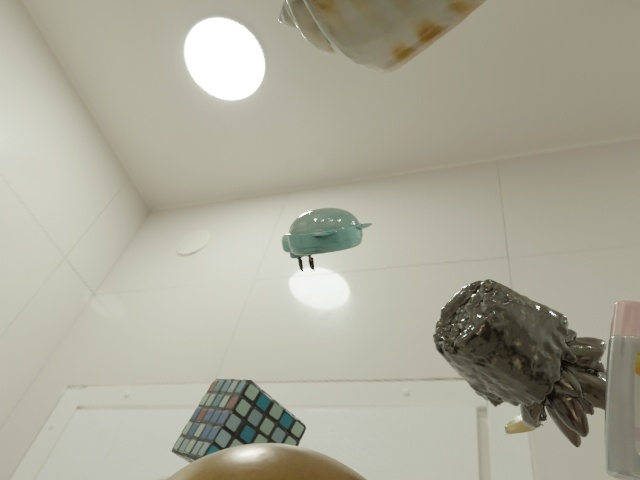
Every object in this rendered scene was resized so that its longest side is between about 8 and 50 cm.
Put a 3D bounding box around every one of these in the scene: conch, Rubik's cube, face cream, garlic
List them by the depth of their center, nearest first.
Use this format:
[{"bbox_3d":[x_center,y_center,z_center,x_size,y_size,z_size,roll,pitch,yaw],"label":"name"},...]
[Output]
[{"bbox_3d":[0.053,-0.246,0.472,0.255,0.127,0.159,-16,-90,45],"label":"conch"},{"bbox_3d":[0.368,0.171,0.596,0.084,0.199,0.057,17,-21,-1],"label":"face cream"},{"bbox_3d":[-0.174,0.424,1.129,0.187,0.184,0.182,44,-32,-18],"label":"Rubik's cube"},{"bbox_3d":[0.479,0.437,1.245,0.083,0.053,0.041,-25,-100,15],"label":"garlic"}]

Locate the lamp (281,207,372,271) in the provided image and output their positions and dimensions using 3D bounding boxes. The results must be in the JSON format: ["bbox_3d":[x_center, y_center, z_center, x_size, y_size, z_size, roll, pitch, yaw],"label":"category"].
[{"bbox_3d":[-0.002,-0.012,1.471,0.209,0.147,0.284,-9,-15,-34],"label":"lamp"}]

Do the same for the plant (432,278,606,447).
[{"bbox_3d":[0.364,0.205,0.914,0.320,0.194,0.181,37,-27,-11],"label":"plant"}]

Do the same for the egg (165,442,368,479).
[{"bbox_3d":[-0.016,0.308,0.392,0.322,0.250,0.250,44,-50,5],"label":"egg"}]
